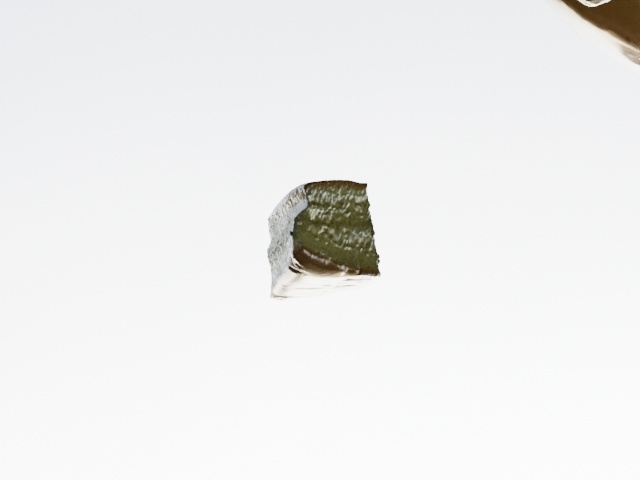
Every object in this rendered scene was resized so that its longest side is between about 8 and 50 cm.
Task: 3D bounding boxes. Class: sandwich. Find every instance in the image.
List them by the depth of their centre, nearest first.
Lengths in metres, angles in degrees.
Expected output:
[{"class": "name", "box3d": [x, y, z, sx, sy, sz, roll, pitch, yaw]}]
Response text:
[{"class": "sandwich", "box3d": [0.000, 0.000, 1.485, 0.096, 0.094, 0.258, -5, -7, -10]}]

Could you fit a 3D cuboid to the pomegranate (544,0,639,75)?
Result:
[{"class": "pomegranate", "box3d": [0.336, -0.290, 1.153, 0.416, 0.417, 0.417, 17, -37, 14]}]

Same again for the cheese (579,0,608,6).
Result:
[{"class": "cheese", "box3d": [0.147, -0.230, 1.041, 0.194, 0.065, 0.043, 56, 7, 32]}]
